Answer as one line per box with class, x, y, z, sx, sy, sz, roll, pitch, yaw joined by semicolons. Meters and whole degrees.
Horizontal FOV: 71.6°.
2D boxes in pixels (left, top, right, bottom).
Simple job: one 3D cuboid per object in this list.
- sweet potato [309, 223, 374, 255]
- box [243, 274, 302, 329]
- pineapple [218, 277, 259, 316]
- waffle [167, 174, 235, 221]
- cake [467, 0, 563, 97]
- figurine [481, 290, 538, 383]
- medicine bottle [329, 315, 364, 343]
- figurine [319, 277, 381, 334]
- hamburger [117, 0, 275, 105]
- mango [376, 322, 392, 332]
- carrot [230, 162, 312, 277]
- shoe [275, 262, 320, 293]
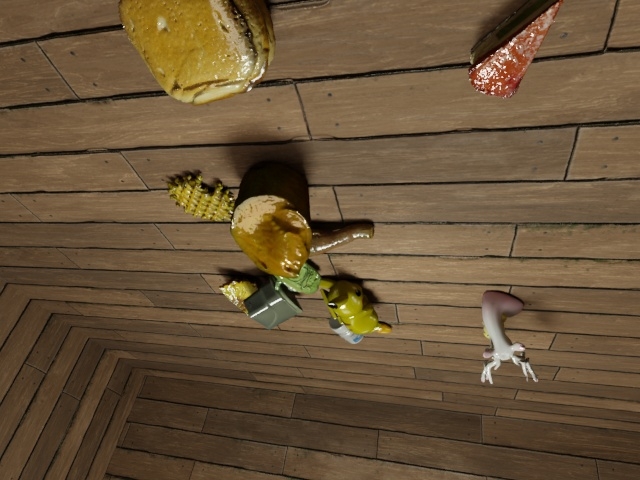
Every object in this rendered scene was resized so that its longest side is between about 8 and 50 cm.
sweet potato;0.000;0.000;1.571;0.385;0.109;0.109;-11;140;29
box;-0.205;0.276;1.907;0.178;0.138;0.274;-33;150;1
pineapple;-0.348;0.226;2.024;0.250;0.140;0.164;49;176;-26
waffle;-0.408;-0.140;1.542;0.232;0.051;0.228;-4;145;24
cake;0.372;-0.401;0.886;0.117;0.086;0.220;8;147;2
figurine;0.724;0.396;1.727;0.206;0.315;0.284;-3;145;29
medicine bottle;0.128;0.417;2.126;0.105;0.105;0.168;-16;137;35
figurine;0.116;0.267;1.871;0.169;0.218;0.326;-36;127;-3
hamburger;-0.255;-0.447;0.937;0.305;0.174;0.284;-4;141;22
mango;0.303;0.424;2.133;0.089;0.046;0.060;16;145;-13
carrot;-0.146;-0.075;1.341;0.242;0.340;0.241;-1;133;-1
shoe;-0.117;0.131;1.759;0.262;0.140;0.128;36;144;-26
